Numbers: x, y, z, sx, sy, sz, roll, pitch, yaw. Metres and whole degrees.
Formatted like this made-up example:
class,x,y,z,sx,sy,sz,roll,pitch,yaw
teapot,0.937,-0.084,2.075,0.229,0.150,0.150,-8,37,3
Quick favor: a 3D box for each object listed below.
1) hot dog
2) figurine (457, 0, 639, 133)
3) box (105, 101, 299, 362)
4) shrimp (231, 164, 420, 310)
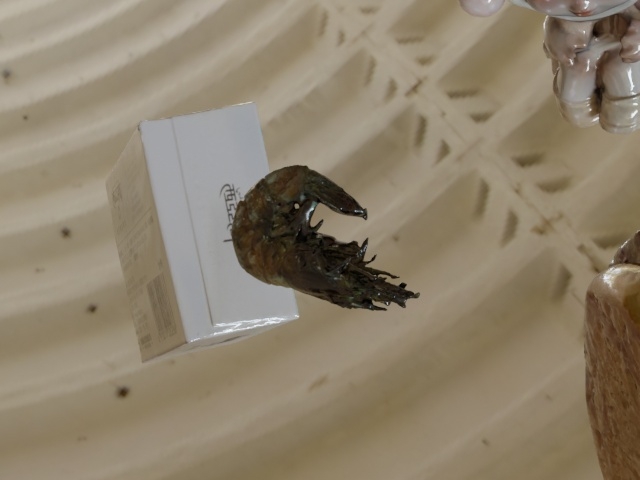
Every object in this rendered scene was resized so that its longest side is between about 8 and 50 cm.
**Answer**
class,x,y,z,sx,sy,sz,roll,pitch,yaw
hot dog,0.370,0.137,1.272,0.185,0.405,0.223,-16,-143,-6
figurine,0.203,-0.204,0.917,0.182,0.256,0.144,23,-108,32
box,-0.123,0.002,1.235,0.274,0.116,0.203,148,-70,-71
shrimp,0.000,0.000,0.884,0.161,0.034,0.091,22,-75,34
